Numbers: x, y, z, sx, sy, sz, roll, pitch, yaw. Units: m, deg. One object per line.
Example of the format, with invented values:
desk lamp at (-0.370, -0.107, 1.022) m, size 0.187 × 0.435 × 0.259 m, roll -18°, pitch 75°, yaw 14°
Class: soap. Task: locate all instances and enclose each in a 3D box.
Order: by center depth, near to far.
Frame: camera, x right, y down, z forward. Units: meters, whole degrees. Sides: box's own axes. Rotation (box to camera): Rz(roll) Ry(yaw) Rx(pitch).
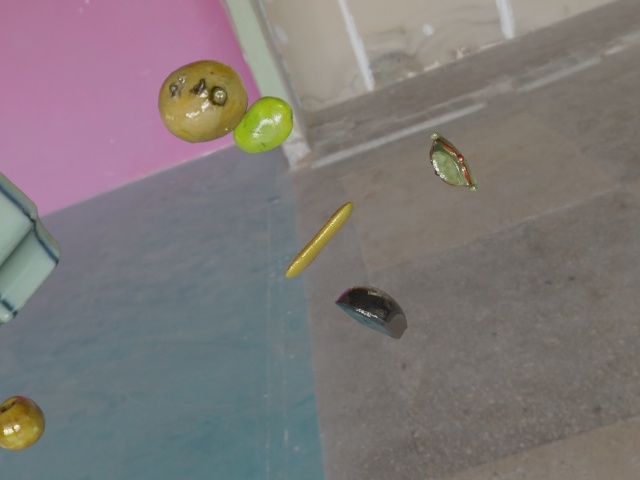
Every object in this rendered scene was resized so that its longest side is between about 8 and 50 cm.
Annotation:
soap at (0.000, 0.000, 0.586) m, size 0.089 × 0.012 × 0.034 m, roll -49°, pitch -11°, yaw -1°

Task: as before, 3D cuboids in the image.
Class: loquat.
loquat at (-0.219, -0.264, 1.248) m, size 0.172 × 0.149 × 0.204 m, roll -24°, pitch 11°, yaw -20°

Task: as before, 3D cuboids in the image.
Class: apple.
apple at (-0.634, 0.379, 1.390) m, size 0.099 × 0.102 × 0.114 m, roll -18°, pitch 32°, yaw -5°

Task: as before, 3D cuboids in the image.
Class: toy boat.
toy boat at (0.327, -0.192, 1.659) m, size 0.089 × 0.185 × 0.071 m, roll -36°, pitch 0°, yaw 39°

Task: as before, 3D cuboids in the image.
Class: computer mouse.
computer mouse at (0.149, 0.187, 1.843) m, size 0.170 × 0.269 × 0.100 m, roll 25°, pitch 81°, yaw 23°

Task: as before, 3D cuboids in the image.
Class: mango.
mango at (-0.136, -0.279, 1.619) m, size 0.163 × 0.117 × 0.089 m, roll -45°, pitch 9°, yaw 25°

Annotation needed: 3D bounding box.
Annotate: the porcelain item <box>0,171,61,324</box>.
porcelain item at (-0.394, -0.023, 0.563) m, size 0.286 × 0.281 × 0.157 m, roll -4°, pitch 43°, yaw 48°
